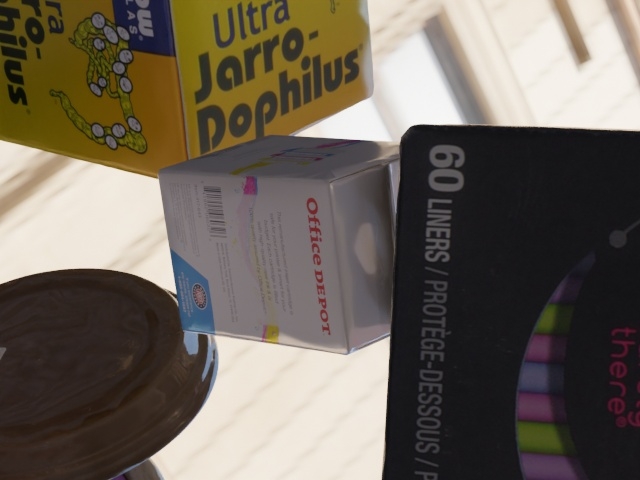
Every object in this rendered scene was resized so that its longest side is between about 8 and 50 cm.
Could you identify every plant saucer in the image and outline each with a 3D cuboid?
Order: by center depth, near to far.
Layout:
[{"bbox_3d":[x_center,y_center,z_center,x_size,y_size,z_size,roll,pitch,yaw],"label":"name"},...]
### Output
[{"bbox_3d":[-0.218,0.103,1.521,0.277,0.041,0.278,-8,-147,5],"label":"plant saucer"}]

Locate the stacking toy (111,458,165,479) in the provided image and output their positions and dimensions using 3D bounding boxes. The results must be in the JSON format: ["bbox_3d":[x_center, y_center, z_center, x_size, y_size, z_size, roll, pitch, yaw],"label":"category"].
[{"bbox_3d":[-0.291,0.264,1.657,0.330,0.141,0.141,-7,-163,-40],"label":"stacking toy"}]

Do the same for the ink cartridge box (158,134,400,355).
[{"bbox_3d":[0.000,0.000,1.016,0.143,0.092,0.090,6,-161,42],"label":"ink cartridge box"}]

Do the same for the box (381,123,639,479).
[{"bbox_3d":[0.162,0.052,0.580,0.270,0.165,0.143,3,-178,13],"label":"box"}]

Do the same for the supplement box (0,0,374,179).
[{"bbox_3d":[-0.164,-0.186,1.341,0.356,0.195,0.194,14,-149,38],"label":"supplement box"}]
